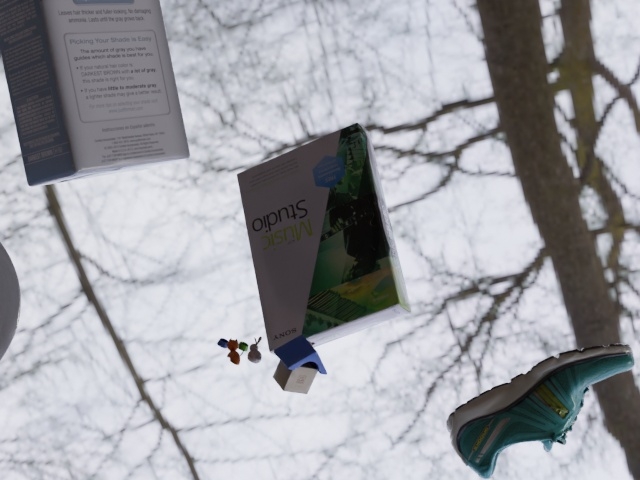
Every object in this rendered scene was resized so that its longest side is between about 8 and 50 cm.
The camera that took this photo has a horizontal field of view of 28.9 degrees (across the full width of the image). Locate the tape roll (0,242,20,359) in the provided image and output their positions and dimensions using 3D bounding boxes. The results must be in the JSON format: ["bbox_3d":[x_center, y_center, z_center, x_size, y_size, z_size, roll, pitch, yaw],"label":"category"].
[{"bbox_3d":[-0.440,0.065,1.341,0.219,0.219,0.072,-29,-165,-19],"label":"tape roll"}]

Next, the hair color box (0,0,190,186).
[{"bbox_3d":[-0.303,-0.269,1.573,0.113,0.375,0.185,-9,-177,44],"label":"hair color box"}]

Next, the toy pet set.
[{"bbox_3d":[-0.050,0.139,1.589,0.122,0.065,0.114,12,-160,-34],"label":"toy pet set"}]

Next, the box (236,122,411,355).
[{"bbox_3d":[0.000,0.000,1.958,0.232,0.058,0.322,-22,-114,21],"label":"box"}]

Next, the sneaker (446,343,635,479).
[{"bbox_3d":[0.307,0.226,1.681,0.275,0.107,0.110,-30,-108,5],"label":"sneaker"}]
